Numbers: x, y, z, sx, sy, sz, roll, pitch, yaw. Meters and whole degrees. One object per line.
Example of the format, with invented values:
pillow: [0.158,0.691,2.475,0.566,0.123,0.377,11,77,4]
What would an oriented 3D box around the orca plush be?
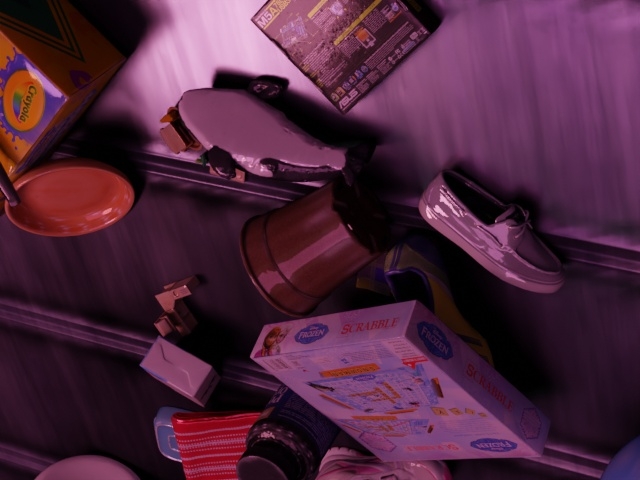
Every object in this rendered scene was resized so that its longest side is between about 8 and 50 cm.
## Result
orca plush: [-0.060,-0.144,1.676,0.287,0.102,0.151,6,79,13]

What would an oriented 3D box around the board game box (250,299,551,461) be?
board game box: [0.114,0.215,1.709,0.319,0.066,0.318,-12,135,46]

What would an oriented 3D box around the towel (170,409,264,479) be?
towel: [-0.144,0.407,2.061,0.199,0.031,0.274,-3,121,10]

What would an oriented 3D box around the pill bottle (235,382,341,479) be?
pill bottle: [-0.043,0.304,1.852,0.123,0.219,0.122,14,126,20]

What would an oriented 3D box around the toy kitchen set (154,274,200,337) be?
toy kitchen set: [-0.225,0.116,1.923,0.075,0.068,0.083,-20,110,36]

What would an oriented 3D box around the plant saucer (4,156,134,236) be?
plant saucer: [-0.393,-0.072,1.843,0.200,0.037,0.200,-10,152,-6]

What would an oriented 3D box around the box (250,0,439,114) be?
box: [0.030,-0.286,1.539,0.184,0.045,0.191,46,131,-3]

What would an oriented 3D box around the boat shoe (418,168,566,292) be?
boat shoe: [0.239,-0.015,1.583,0.227,0.079,0.081,34,135,8]

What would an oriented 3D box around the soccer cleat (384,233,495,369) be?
soccer cleat: [0.165,0.128,1.690,0.093,0.121,0.289,-13,114,33]

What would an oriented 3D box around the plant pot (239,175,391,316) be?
plant pot: [0.000,0.000,1.675,0.165,0.167,0.167,-32,102,32]

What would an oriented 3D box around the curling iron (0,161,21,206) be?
curling iron: [-0.516,-0.166,1.696,0.068,0.035,0.274,-25,106,42]

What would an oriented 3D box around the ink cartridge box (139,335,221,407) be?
ink cartridge box: [-0.230,0.222,1.967,0.104,0.061,0.181,30,168,8]

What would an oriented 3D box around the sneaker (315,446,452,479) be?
sneaker: [0.095,0.402,1.915,0.252,0.111,0.103,-12,114,33]

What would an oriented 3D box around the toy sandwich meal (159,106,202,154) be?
toy sandwich meal: [-0.208,-0.161,1.740,0.085,0.029,0.085,38,152,24]

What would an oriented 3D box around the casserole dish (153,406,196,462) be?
casserole dish: [-0.224,0.361,2.106,0.188,0.037,0.114,10,125,21]

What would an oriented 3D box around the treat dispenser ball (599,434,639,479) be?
treat dispenser ball: [0.508,0.383,1.568,0.288,0.288,0.288,14,126,20]

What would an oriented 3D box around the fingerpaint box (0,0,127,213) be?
fingerpaint box: [-0.566,-0.251,1.798,0.371,0.163,0.445,45,130,-4]

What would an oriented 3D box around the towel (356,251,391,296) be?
towel: [0.083,0.044,1.750,0.060,0.009,0.083,18,127,16]

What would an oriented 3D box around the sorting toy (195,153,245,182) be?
sorting toy: [-0.150,-0.121,1.762,0.083,0.012,0.062,17,132,13]

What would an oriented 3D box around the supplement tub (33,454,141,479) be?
supplement tub: [-0.455,0.598,2.254,0.235,0.235,0.324,24,129,12]
